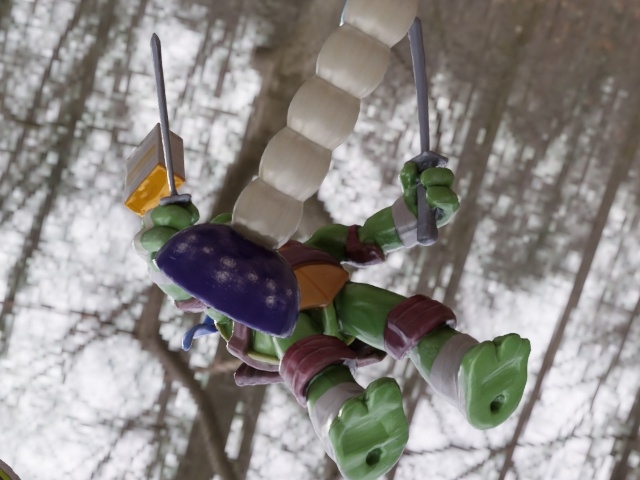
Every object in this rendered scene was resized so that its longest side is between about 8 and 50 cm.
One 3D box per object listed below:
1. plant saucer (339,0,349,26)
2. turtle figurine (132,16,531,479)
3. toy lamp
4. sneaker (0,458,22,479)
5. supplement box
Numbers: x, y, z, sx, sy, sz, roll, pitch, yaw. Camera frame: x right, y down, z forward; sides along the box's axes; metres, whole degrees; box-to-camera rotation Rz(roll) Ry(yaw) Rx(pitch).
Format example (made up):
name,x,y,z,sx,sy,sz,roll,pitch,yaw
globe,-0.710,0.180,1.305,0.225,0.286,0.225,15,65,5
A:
name,x,y,z,sx,sy,sz,roll,pitch,yaw
plant saucer,0.043,-0.214,1.227,0.021,0.119,0.119,24,-160,5
turtle figurine,0.000,0.000,0.885,0.198,0.275,0.266,16,-161,-43
toy lamp,0.021,-0.094,0.619,0.080,0.275,0.080,29,-175,-3
sneaker,-0.380,0.340,1.641,0.300,0.111,0.121,32,-155,33
supplement box,-0.173,-0.072,1.503,0.036,0.062,0.098,33,-158,-24
